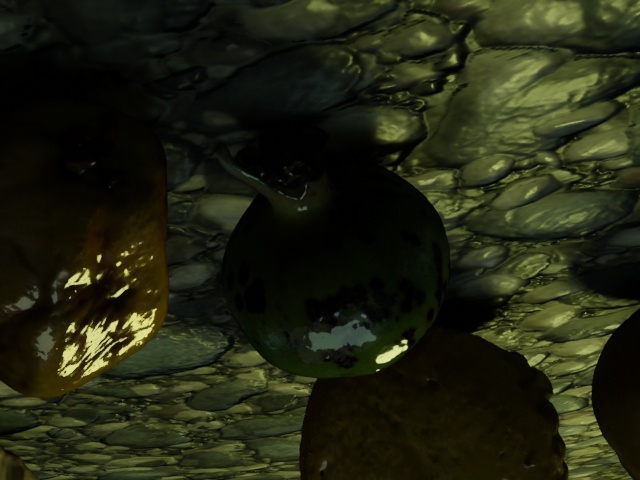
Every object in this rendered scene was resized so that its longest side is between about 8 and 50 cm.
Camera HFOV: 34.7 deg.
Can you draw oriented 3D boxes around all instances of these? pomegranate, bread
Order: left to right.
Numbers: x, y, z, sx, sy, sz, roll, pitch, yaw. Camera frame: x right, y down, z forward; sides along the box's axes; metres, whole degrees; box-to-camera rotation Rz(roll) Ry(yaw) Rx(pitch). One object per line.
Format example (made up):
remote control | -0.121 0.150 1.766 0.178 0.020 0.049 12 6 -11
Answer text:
pomegranate | 0.000 0.000 0.526 0.122 0.122 0.161 -15 128 21
bread | 0.090 0.181 0.813 0.240 0.240 0.139 -20 167 31

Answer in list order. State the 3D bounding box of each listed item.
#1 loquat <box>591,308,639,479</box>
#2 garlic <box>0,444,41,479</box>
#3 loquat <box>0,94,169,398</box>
loquat | 0.319 0.109 0.765 0.227 0.179 0.179 -24 151 32
garlic | -0.406 0.230 0.975 0.228 0.110 0.217 -23 142 13
loquat | -0.118 0.000 0.467 0.113 0.137 0.137 23 155 1
